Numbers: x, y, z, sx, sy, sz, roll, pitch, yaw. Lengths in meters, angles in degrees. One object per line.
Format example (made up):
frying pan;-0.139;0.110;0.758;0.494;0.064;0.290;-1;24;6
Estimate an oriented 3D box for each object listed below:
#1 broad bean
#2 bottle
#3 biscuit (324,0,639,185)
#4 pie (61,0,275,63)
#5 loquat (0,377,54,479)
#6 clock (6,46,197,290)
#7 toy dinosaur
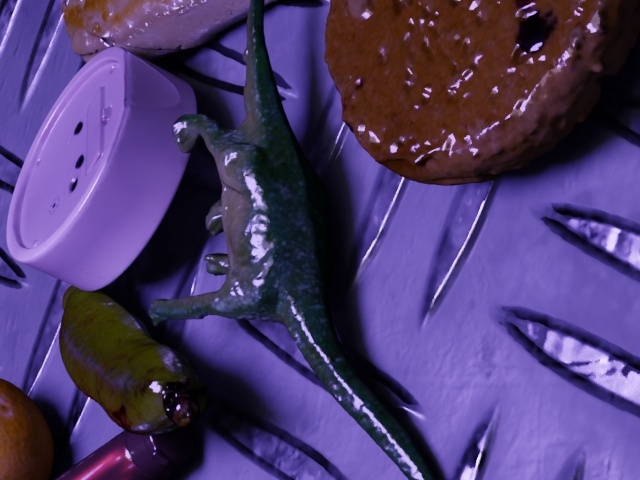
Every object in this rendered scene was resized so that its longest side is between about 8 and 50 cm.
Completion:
broad bean;-0.159;0.099;1.578;0.339;0.061;0.077;30;100;59
bottle;-0.168;0.193;1.605;0.164;0.060;0.060;-36;55;33
biscuit;0.124;-0.175;1.392;0.296;0.075;0.296;-22;58;41
pie;-0.102;-0.231;1.646;0.282;0.068;0.128;-24;68;36
loquat;-0.297;0.183;1.687;0.141;0.141;0.141;-15;68;43
clock;-0.183;-0.059;1.638;0.197;0.068;0.197;-42;33;36
toy dinosaur;0.000;0.000;1.465;0.301;0.087;0.447;4;88;47
